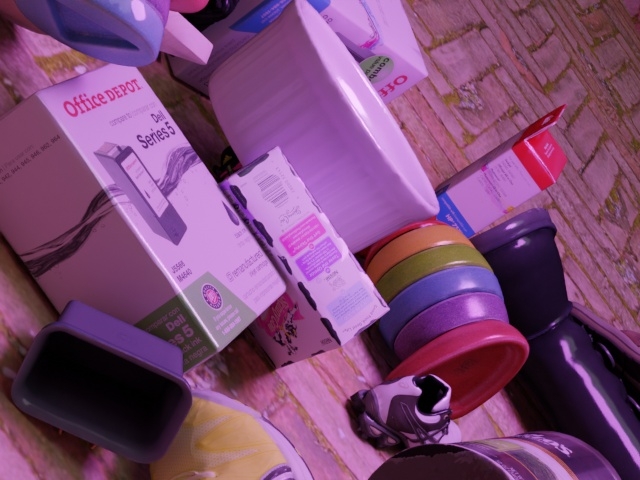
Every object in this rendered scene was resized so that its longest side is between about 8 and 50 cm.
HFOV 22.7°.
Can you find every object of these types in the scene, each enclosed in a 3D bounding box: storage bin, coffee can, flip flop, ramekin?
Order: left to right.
[{"bbox_3d":[-0.175,0.113,1.303,0.135,0.098,0.091,26,19,-9],"label":"storage bin"},{"bbox_3d":[-0.001,-0.110,1.710,0.277,0.135,0.277,54,10,-14],"label":"ramekin"},{"bbox_3d":[0.180,0.300,1.620,0.275,0.201,0.201,7,53,-61],"label":"coffee can"},{"bbox_3d":[0.436,0.173,2.204,0.080,0.112,0.277,-22,44,-27],"label":"flip flop"}]

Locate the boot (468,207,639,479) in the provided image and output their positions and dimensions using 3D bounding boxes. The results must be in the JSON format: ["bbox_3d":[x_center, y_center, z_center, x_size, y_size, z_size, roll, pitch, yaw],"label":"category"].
[{"bbox_3d":[0.333,0.196,2.059,0.445,0.146,0.367,65,7,13],"label":"boot"}]

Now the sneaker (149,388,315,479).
[{"bbox_3d":[-0.081,0.266,1.228,0.147,0.145,0.384,32,30,-41],"label":"sneaker"}]

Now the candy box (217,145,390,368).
[{"bbox_3d":[-0.043,0.022,1.587,0.070,0.165,0.196,-37,94,-28],"label":"candy box"}]

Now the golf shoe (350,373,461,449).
[{"bbox_3d":[0.121,0.199,1.778,0.198,0.094,0.077,25,37,-53],"label":"golf shoe"}]

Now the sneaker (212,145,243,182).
[{"bbox_3d":[-0.088,-0.066,1.749,0.074,0.063,0.170,54,18,-6],"label":"sneaker"}]

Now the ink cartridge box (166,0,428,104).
[{"bbox_3d":[-0.041,-0.270,1.932,0.270,0.198,0.197,28,36,-48],"label":"ink cartridge box"}]

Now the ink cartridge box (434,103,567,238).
[{"bbox_3d":[0.267,-0.093,2.266,0.078,0.231,0.134,54,23,-5],"label":"ink cartridge box"}]

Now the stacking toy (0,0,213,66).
[{"bbox_3d":[-0.255,-0.202,1.429,0.279,0.309,0.130,62,48,-68],"label":"stacking toy"}]

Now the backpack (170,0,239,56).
[{"bbox_3d":[-0.192,-0.296,1.743,0.182,0.152,0.115,22,53,-30],"label":"backpack"}]

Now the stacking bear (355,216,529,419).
[{"bbox_3d":[0.118,0.046,1.905,0.175,0.164,0.289,24,35,-52],"label":"stacking bear"}]

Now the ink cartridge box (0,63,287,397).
[{"bbox_3d":[-0.175,-0.014,1.438,0.273,0.115,0.198,55,23,-3],"label":"ink cartridge box"}]
